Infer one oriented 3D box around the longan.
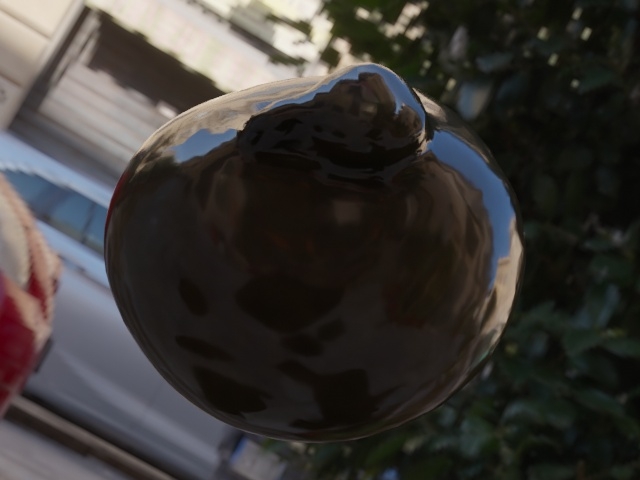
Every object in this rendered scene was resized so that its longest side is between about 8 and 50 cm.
[{"bbox_3d":[0.000,0.000,0.641,0.185,0.159,0.204,5,-36,-13],"label":"longan"}]
